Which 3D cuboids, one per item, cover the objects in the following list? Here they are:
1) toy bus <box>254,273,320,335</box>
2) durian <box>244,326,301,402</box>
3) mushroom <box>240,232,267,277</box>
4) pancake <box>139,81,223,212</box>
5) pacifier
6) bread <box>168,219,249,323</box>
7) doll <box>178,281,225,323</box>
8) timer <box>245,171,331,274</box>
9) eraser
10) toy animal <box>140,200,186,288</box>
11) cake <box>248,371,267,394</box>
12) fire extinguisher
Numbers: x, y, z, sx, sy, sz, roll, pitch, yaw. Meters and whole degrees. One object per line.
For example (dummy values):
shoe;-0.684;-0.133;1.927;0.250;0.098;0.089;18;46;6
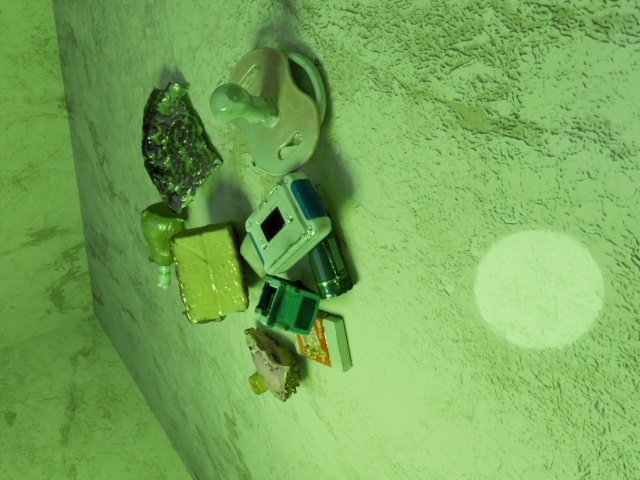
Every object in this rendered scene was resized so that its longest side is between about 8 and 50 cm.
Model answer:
toy bus;-0.095;0.172;1.367;0.256;0.147;0.128;-171;99;-77
durian;-0.149;0.410;1.658;0.341;0.112;0.191;22;132;55
mushroom;-0.151;-0.004;1.449;0.128;0.128;0.350;57;138;17
pancake;-0.503;-0.329;1.722;0.305;0.067;0.426;-28;84;24
pacifier;-0.137;-0.316;1.207;0.332;0.273;0.220;60;159;14
bread;-0.352;0.091;1.609;0.279;0.207;0.278;-148;46;-81
doll;-0.452;0.212;1.911;0.196;0.152;0.255;16;142;12
timer;-0.093;-0.037;1.238;0.253;0.078;0.178;-44;68;43
eraser;-0.007;0.285;1.465;0.230;0.038;0.157;6;110;51
toy animal;-0.622;0.009;2.023;0.181;0.181;0.362;46;145;39
cake;-0.235;0.541;1.874;0.084;0.044;0.084;29;129;43
fire extinguisher;0.000;0.000;1.279;0.118;0.093;0.294;-34;-74;-85
